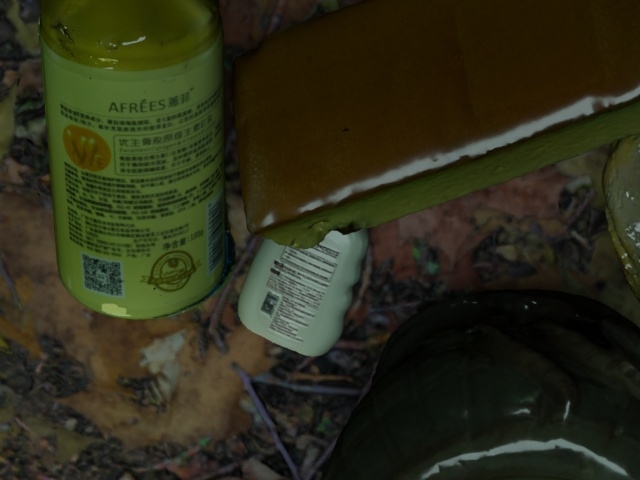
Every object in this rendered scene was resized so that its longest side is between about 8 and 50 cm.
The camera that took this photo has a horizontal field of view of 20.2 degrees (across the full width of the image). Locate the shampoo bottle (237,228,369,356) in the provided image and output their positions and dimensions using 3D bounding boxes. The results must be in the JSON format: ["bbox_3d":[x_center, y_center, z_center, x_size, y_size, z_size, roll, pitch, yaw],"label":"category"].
[{"bbox_3d":[0.000,0.000,1.234,0.077,0.045,0.152,23,109,2],"label":"shampoo bottle"}]

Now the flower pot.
[{"bbox_3d":[0.150,0.170,1.178,0.301,0.213,0.302,2,107,6],"label":"flower pot"}]

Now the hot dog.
[{"bbox_3d":[0.217,-0.038,1.183,0.078,0.061,0.169,3,97,-36],"label":"hot dog"}]

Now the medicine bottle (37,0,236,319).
[{"bbox_3d":[-0.119,-0.072,1.156,0.124,0.124,0.239,5,126,6],"label":"medicine bottle"}]

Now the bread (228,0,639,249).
[{"bbox_3d":[0.117,-0.111,1.144,0.361,0.077,0.138,-19,63,13],"label":"bread"}]
